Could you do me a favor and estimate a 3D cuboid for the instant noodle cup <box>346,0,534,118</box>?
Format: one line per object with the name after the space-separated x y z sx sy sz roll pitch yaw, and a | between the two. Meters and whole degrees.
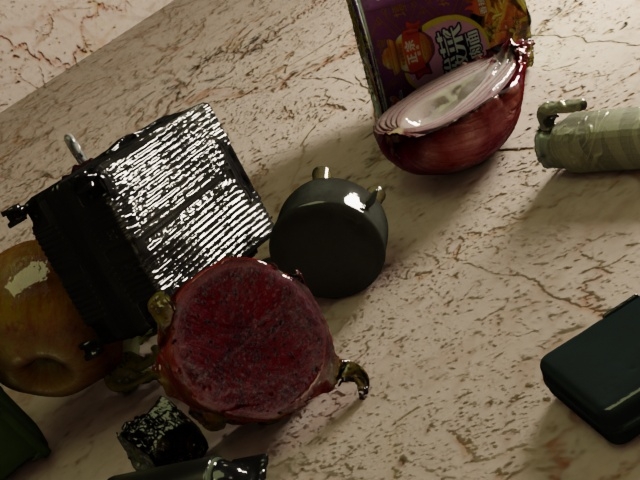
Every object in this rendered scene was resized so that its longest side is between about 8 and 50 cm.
0.184 -0.366 2.275 0.266 0.340 0.340 -15 25 0 | instant noodle cup

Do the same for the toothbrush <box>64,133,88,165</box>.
-0.368 -0.079 2.291 0.040 0.042 0.418 -29 -18 -6 | toothbrush

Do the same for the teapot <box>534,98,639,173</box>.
0.372 -0.144 1.858 0.200 0.107 0.077 -2 41 45 | teapot

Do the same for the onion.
0.225 -0.189 2.084 0.283 0.120 0.227 -37 24 -12 | onion

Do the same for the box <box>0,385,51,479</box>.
-0.547 0.205 1.895 0.178 0.329 0.253 -44 27 -12 | box

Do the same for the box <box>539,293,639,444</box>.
0.354 0.109 1.448 0.230 0.050 0.160 -32 25 -7 | box

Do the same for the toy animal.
-0.270 0.170 1.984 0.136 0.073 0.181 -32 35 11 | toy animal

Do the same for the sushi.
-0.189 0.250 1.714 0.094 0.098 0.084 26 59 39 | sushi

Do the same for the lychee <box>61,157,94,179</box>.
-0.297 -0.019 2.102 0.271 0.271 0.271 -23 25 11 | lychee

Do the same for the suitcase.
-0.226 -0.025 1.863 0.152 0.230 0.335 -21 12 31 | suitcase

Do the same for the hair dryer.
-0.163 0.343 1.531 0.195 0.078 0.248 -15 37 25 | hair dryer

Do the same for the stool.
-0.006 -0.007 1.928 0.228 0.153 0.139 -20 26 18 | stool

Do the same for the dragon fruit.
-0.087 0.135 1.702 0.147 0.282 0.211 157 133 -71 | dragon fruit

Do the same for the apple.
-0.368 0.104 1.908 0.211 0.211 0.188 -21 47 16 | apple
